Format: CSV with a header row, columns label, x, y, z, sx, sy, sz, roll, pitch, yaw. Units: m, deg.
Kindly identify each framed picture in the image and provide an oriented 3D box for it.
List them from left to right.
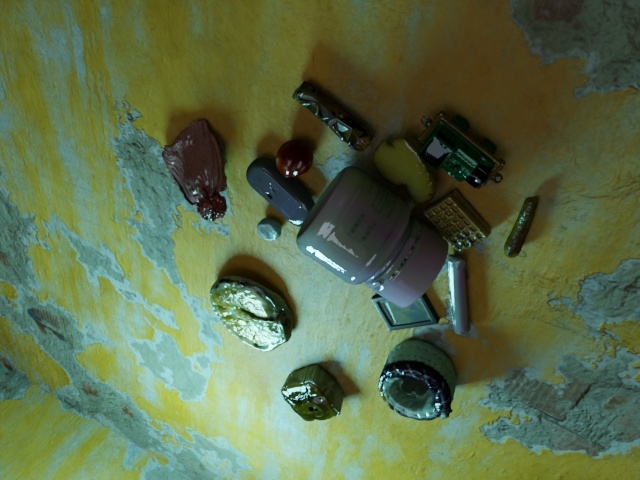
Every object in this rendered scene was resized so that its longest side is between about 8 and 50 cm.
label,x,y,z,sx,sy,sz,roll,pitch,yaw
framed picture,0.249,0.202,1.654,0.168,0.023,0.128,-16,114,39

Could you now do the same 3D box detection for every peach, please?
label,x,y,z,sx,sy,sz,roll,pitch,yaw
peach,-0.069,-0.219,1.480,0.101,0.100,0.100,16,130,20

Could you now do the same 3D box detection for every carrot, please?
label,x,y,z,sx,sy,sz,roll,pitch,yaw
carrot,0.029,-0.305,1.373,0.229,0.069,0.069,40,134,0
carrot,0.473,-0.031,1.327,0.042,0.042,0.170,21,131,17

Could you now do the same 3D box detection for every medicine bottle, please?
label,x,y,z,sx,sy,sz,roll,pitch,yaw
medicine bottle,0.130,-0.004,1.410,0.325,0.256,0.256,33,135,-9

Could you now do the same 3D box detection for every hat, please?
label,x,y,z,sx,sy,sz,roll,pitch,yaw
hat,-0.352,-0.190,1.659,0.237,0.107,0.286,-32,80,43

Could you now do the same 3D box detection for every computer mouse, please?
label,x,y,z,sx,sy,sz,roll,pitch,yaw
computer mouse,-0.110,-0.139,1.590,0.232,0.057,0.120,42,134,0

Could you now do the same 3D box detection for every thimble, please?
label,x,y,z,sx,sy,sz,roll,pitch,yaw
thimble,0.302,0.431,1.711,0.237,0.150,0.237,15,129,19

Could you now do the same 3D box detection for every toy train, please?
label,x,y,z,sx,sy,sz,roll,pitch,yaw
toy train,0.304,-0.191,1.242,0.228,0.136,0.091,41,135,1

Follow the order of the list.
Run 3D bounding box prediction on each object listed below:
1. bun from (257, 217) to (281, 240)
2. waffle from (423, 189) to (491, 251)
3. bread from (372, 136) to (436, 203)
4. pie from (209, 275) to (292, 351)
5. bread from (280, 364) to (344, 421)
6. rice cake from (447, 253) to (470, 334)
label,x,y,z,sx,sy,sz,roll,pitch,yaw
bun,-0.154,-0.036,1.703,0.083,0.045,0.083,19,133,21
waffle,0.339,-0.046,1.395,0.148,0.042,0.102,47,134,-9
bread,0.212,-0.175,1.368,0.149,0.065,0.187,-11,120,49
pie,-0.242,0.248,1.956,0.339,0.077,0.339,17,134,18
bread,-0.031,0.563,2.042,0.210,0.110,0.192,-24,110,41
rice cake,0.373,0.147,1.518,0.055,0.049,0.269,-2,122,16
